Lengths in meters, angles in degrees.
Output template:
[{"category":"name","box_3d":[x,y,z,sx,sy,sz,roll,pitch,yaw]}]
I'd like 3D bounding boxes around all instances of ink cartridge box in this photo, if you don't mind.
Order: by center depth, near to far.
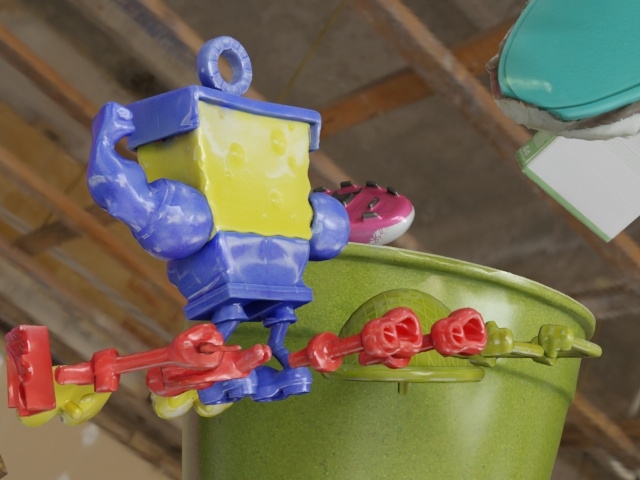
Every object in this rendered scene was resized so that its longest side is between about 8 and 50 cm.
[{"category":"ink cartridge box","box_3d":[0.389,-0.127,1.488,0.171,0.056,0.235,37,-67,-23]}]

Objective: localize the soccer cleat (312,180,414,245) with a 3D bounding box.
[{"category":"soccer cleat","box_3d":[0.000,0.000,1.715,0.331,0.116,0.143,-2,-59,33]}]

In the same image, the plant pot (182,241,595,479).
[{"category":"plant pot","box_3d":[0.029,0.219,1.012,0.366,0.353,0.366,10,-15,3]}]

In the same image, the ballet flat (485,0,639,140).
[{"category":"ballet flat","box_3d":[0.289,-0.193,0.761,0.147,0.409,0.147,46,1,-1]}]

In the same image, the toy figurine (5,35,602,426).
[{"category":"toy figurine","box_3d":[-0.010,-0.020,0.690,0.191,0.217,0.362,-21,-17,41]}]

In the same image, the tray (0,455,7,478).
[{"category":"tray","box_3d":[-0.476,0.109,1.148,0.411,0.203,0.076,55,-4,32]}]
